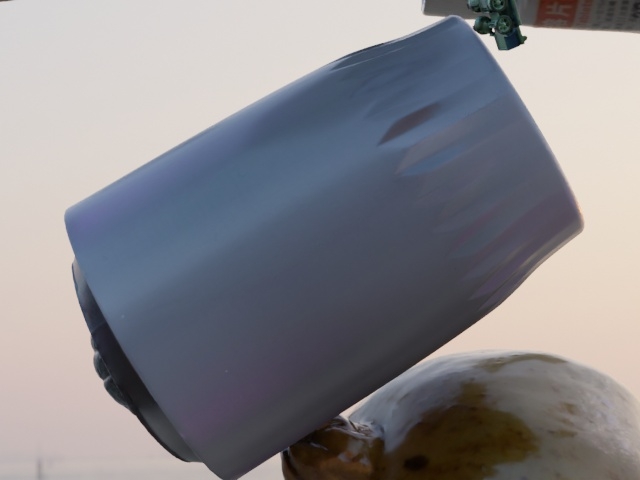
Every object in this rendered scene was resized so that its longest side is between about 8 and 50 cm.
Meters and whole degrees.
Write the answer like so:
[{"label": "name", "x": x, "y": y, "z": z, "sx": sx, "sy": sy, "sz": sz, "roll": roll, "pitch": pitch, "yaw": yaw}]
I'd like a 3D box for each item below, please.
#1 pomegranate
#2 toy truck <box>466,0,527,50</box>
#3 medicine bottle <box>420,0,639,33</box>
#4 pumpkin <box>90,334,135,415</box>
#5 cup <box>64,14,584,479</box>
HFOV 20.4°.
[{"label": "pomegranate", "x": 0.134, "y": 0.260, "z": 1.579, "sx": 0.410, "sy": 0.410, "sz": 0.410, "roll": -2, "pitch": -7, "yaw": 0}, {"label": "toy truck", "x": 0.204, "y": -0.305, "z": 2.000, "sx": 0.081, "sy": 0.175, "sz": 0.067, "roll": -22, "pitch": 12, "yaw": -16}, {"label": "medicine bottle", "x": 0.318, "y": -0.371, "z": 2.259, "sx": 0.371, "sy": 0.211, "sz": 0.211, "roll": 3, "pitch": -7, "yaw": 1}, {"label": "pumpkin", "x": -0.178, "y": 0.125, "z": 2.115, "sx": 0.194, "sy": 0.194, "sz": 0.150, "roll": -2, "pitch": 6, "yaw": -1}, {"label": "cup", "x": 0.000, "y": 0.000, "z": 1.405, "sx": 0.371, "sy": 0.253, "sz": 0.253, "roll": -32, "pitch": -9, "yaw": 1}]
